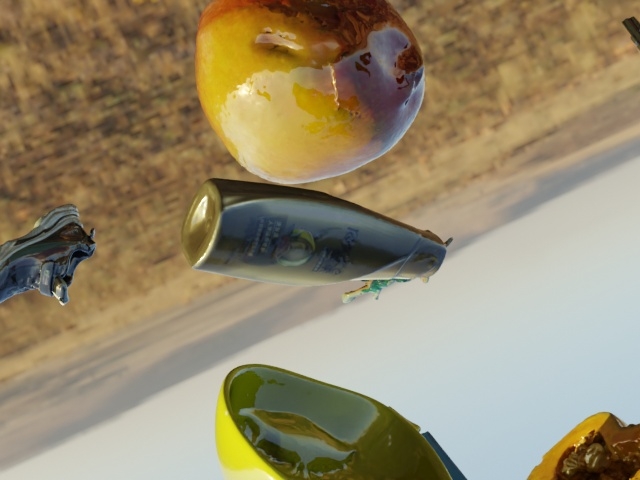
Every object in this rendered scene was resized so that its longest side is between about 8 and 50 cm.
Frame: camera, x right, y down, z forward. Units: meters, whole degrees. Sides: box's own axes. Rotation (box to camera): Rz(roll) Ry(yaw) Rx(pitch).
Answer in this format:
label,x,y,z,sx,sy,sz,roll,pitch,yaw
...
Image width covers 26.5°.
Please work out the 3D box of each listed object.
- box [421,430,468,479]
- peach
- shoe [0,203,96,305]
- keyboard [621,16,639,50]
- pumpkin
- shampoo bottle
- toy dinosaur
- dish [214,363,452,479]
label,x,y,z,sx,sy,sz,roll,pitch,yaw
box,0.118,0.336,1.537,0.073,0.194,0.139,-11,-152,-20
peach,-0.018,-0.238,1.984,0.290,0.372,0.372,-46,-173,-25
shoe,-0.339,0.038,1.668,0.169,0.099,0.071,-42,168,-16
keyboard,0.431,-0.168,1.539,0.018,0.101,0.310,-41,146,22
pumpkin,0.353,0.320,1.609,0.222,0.139,0.317,-52,-169,-12
shampoo bottle,0.000,0.000,1.703,0.350,0.084,0.125,9,120,-34
toy dinosaur,0.098,0.041,1.878,0.106,0.044,0.187,-3,162,-24
dish,0.000,0.234,1.336,0.262,0.221,0.108,16,114,-33
